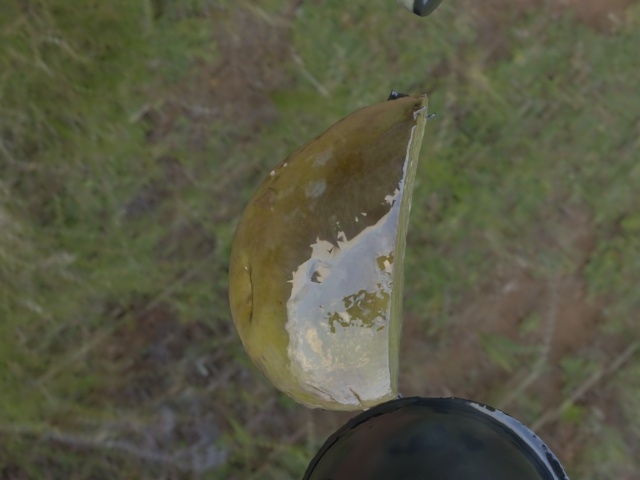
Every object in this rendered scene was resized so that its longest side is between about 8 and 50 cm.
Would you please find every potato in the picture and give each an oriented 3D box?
[{"bbox_3d":[0.000,0.000,1.243,0.098,0.138,0.243,35,60,-78],"label":"potato"}]

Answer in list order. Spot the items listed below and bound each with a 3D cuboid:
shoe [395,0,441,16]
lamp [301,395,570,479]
[{"bbox_3d":[0.047,-0.274,1.016,0.132,0.171,0.336,-57,-174,44],"label":"shoe"},{"bbox_3d":[0.045,0.184,0.793,0.227,0.147,0.172,-67,170,-73],"label":"lamp"}]
